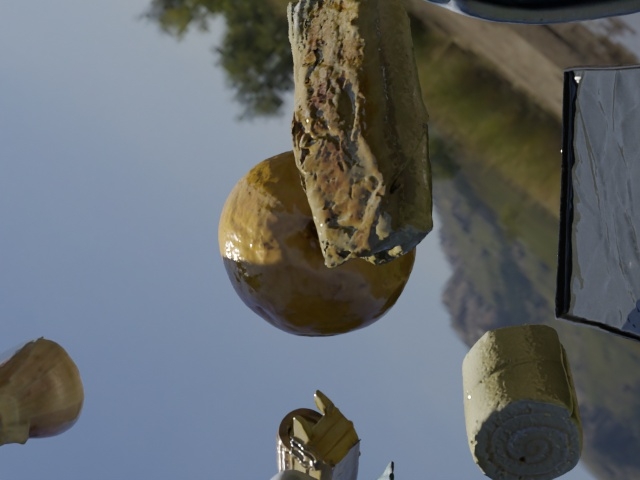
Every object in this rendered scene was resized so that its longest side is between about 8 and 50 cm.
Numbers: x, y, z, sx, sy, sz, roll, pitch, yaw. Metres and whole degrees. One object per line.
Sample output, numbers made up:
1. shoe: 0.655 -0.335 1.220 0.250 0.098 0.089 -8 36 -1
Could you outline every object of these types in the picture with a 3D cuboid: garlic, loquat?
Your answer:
1. garlic: -0.335 0.166 1.516 0.148 0.128 0.266 18 165 -17
2. loquat: 0.000 0.000 1.471 0.208 0.208 0.208 39 -174 -5

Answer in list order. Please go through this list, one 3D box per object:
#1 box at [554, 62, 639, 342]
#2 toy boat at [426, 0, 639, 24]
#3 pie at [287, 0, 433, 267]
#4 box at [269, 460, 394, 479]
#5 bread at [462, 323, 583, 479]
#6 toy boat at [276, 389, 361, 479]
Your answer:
1. box: 0.430 -0.047 1.699 0.205 0.345 0.251 -1 -175 -17
2. toy boat: 0.176 -0.214 0.951 0.142 0.309 0.129 -168 70 -80
3. pie: 0.033 -0.114 1.257 0.068 0.129 0.282 19 -123 -54
4. box: -0.078 0.359 1.432 0.106 0.336 0.264 37 -143 -7
5. bread: 0.235 0.192 1.658 0.141 0.134 0.148 -90 -7 -52
6. toy boat: -0.009 0.316 1.985 0.115 0.089 0.310 33 150 20
